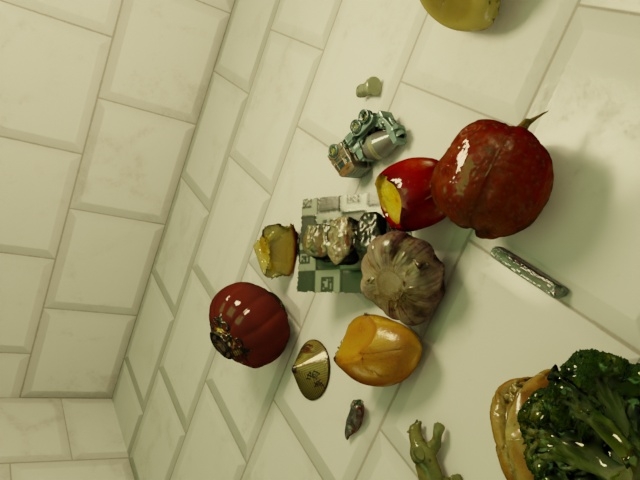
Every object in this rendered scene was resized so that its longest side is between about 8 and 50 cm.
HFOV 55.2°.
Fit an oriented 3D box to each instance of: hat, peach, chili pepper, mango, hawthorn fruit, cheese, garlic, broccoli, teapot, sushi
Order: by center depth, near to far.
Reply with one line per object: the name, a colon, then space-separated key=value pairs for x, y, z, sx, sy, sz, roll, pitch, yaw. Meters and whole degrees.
broccoli: x=0.485 y=0.338 z=0.973 sx=0.283 sy=0.303 sz=0.321 roll=-46 pitch=-54 yaw=-82
hawthorn fruit: x=0.364 y=-0.131 z=1.313 sx=0.258 sy=0.258 sz=0.262 roll=31 pitch=135 yaw=55
cheese: x=0.338 y=-0.638 z=1.512 sx=0.128 sy=0.259 sz=0.316 roll=-34 pitch=54 yaw=-6
peach: x=0.223 y=-0.113 z=1.543 sx=0.226 sy=0.190 sz=0.196 roll=-14 pitch=46 yaw=39
garlic: x=0.215 y=0.089 z=1.550 sx=0.245 sy=0.160 sz=0.245 roll=15 pitch=114 yaw=38
mango: x=0.164 y=0.290 z=1.586 sx=0.257 sy=0.138 sz=0.187 roll=2 pitch=78 yaw=55
chili pepper: x=0.097 y=0.496 z=1.717 sx=0.050 sy=0.041 sz=0.153 roll=-100 pitch=17 yaw=-61
sushi: x=0.065 y=-0.003 z=1.721 sx=0.373 sy=0.100 sz=0.296 roll=-2 pitch=80 yaw=33
teapot: x=0.148 y=-0.473 z=1.898 sx=0.067 sy=0.057 sz=0.083 roll=-49 pitch=21 yaw=-23
hat: x=-0.055 y=0.406 z=1.932 sx=0.193 sy=0.082 sz=0.193 roll=-20 pitch=65 yaw=51

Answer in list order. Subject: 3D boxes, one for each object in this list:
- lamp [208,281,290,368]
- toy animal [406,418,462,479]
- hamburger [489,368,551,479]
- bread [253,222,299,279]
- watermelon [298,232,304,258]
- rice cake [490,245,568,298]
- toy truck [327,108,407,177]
lamp: x=-0.244 y=0.284 z=2.081 sx=0.303 sy=0.257 sz=0.303 roll=31 pitch=140 yaw=30
toy animal: x=0.253 y=0.524 z=1.446 sx=0.101 sy=0.103 sz=0.219 roll=108 pitch=150 yaw=-57
hamburger: x=0.413 y=0.388 z=1.169 sx=0.144 sy=0.156 sz=0.283 roll=-31 pitch=54 yaw=48
bread: x=-0.146 y=0.024 z=2.119 sx=0.160 sy=0.140 sz=0.169 roll=-63 pitch=39 yaw=42
watermelon: x=-0.021 y=0.000 z=1.970 sx=0.193 sy=0.137 sz=0.145 roll=73 pitch=175 yaw=-52
rice cake: x=0.444 y=0.067 z=1.318 sx=0.207 sy=0.033 sz=0.033 roll=43 pitch=118 yaw=52
toy truck: x=0.141 y=-0.279 z=1.808 sx=0.256 sy=0.108 sz=0.140 roll=-43 pitch=61 yaw=38
